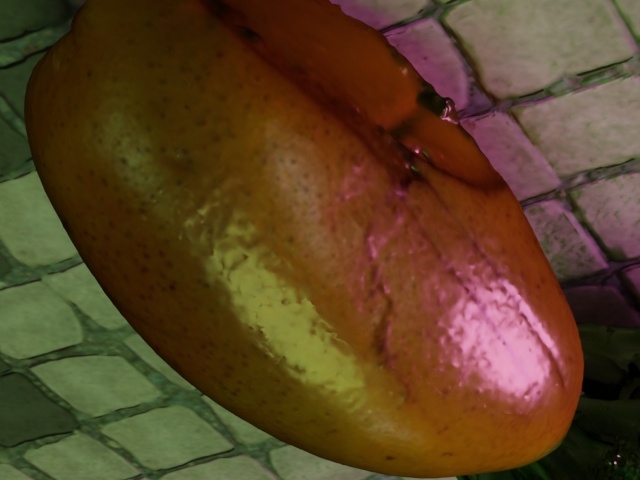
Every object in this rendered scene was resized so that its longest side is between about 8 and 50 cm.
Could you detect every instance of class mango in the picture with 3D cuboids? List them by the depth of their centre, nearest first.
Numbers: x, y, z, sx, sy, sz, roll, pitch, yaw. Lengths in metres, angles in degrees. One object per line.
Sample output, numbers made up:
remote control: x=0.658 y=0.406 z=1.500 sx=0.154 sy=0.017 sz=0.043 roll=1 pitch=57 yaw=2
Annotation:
mango: x=0.000 y=0.000 z=0.804 sx=0.199 sy=0.201 sz=0.350 roll=-43 pitch=105 yaw=1

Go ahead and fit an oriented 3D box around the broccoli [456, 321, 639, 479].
broccoli: x=0.191 y=0.166 z=0.959 sx=0.275 sy=0.308 sz=0.308 roll=23 pitch=150 yaw=28
